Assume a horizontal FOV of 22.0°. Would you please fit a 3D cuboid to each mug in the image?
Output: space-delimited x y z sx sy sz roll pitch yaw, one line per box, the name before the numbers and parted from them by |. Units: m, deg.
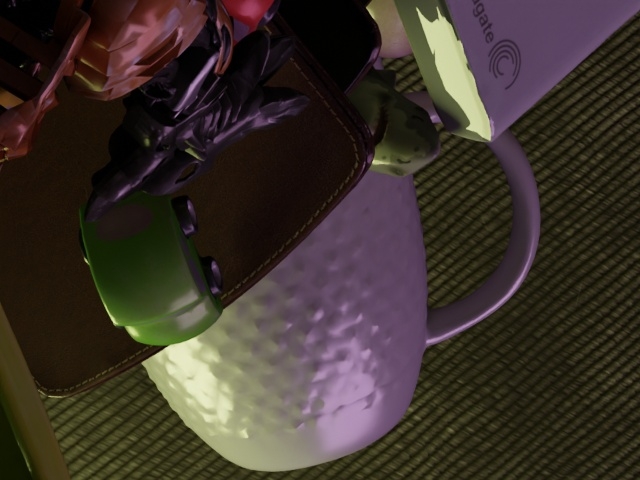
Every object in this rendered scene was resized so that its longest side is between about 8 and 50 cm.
mug | 0.000 0.000 1.389 0.374 0.328 0.276 -15 -163 2

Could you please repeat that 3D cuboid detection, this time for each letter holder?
letter holder | -0.089 -0.070 0.950 0.302 0.214 0.152 -37 -179 37

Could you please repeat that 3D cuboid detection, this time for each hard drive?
hard drive | 0.165 -0.250 0.925 0.353 0.233 0.047 -41 -143 -23

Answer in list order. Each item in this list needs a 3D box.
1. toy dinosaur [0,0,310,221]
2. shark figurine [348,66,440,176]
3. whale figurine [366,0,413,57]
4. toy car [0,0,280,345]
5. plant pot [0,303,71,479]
toy dinosaur | -0.093 -0.106 0.619 0.322 0.164 0.218 -36 175 -12
shark figurine | 0.015 -0.146 1.042 0.116 0.278 0.166 13 152 -42
whale figurine | 0.072 -0.270 1.225 0.216 0.141 0.272 -37 156 -44
toy car | -0.103 -0.028 0.816 0.239 0.225 0.053 -18 -147 6
plant pot | -0.286 0.099 0.777 0.207 0.227 0.228 1 -152 41
